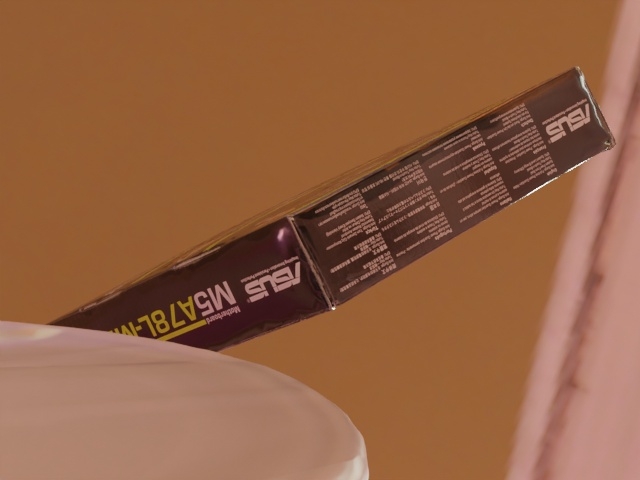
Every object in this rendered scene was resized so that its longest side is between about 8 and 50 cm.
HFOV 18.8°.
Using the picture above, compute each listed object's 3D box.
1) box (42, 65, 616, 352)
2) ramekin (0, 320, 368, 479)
[{"bbox_3d":[0.000,0.000,0.808,0.190,0.184,0.045,-28,-85,-44],"label":"box"},{"bbox_3d":[-0.124,0.102,0.459,0.273,0.273,0.127,-5,-78,-38],"label":"ramekin"}]
